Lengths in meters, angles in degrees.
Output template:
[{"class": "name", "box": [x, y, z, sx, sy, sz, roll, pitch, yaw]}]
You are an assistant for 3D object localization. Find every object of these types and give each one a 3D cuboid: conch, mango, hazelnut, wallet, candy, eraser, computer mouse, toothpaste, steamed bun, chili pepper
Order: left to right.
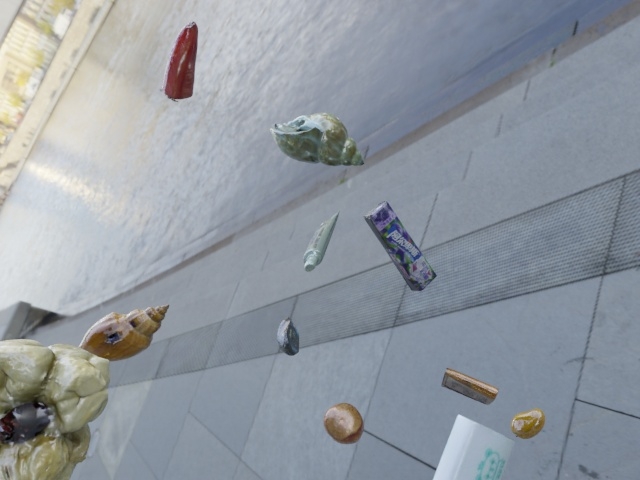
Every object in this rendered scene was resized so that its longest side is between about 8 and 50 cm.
[{"class": "steamed bun", "box": [-0.373, 0.207, 0.606, 0.106, 0.192, 0.178, 132, 162, -67]}, {"class": "conch", "box": [-0.467, 0.226, 1.046, 0.330, 0.109, 0.093, -31, 0, -5]}, {"class": "chili pepper", "box": [-0.298, -0.400, 1.073, 0.169, 0.064, 0.088, -62, 1, 38]}, {"class": "computer mouse", "box": [-0.094, 0.273, 1.375, 0.047, 0.079, 0.135, -19, 28, 14]}, {"class": "conch", "box": [-0.013, -0.200, 0.974, 0.116, 0.172, 0.106, -142, 46, -68]}, {"class": "toothpaste", "box": [0.000, 0.000, 1.055, 0.067, 0.037, 0.255, -38, 12, 25]}, {"class": "hazelnut", "box": [0.082, 0.671, 1.768, 0.150, 0.150, 0.151, -34, 43, 38]}, {"class": "candy", "box": [0.255, 0.022, 1.548, 0.088, 0.313, 0.061, -40, 13, -16]}, {"class": "eraser", "box": [0.359, 0.598, 1.197, 0.104, 0.189, 0.290, 3, 65, 61]}, {"class": "wallet", "box": [0.450, 0.446, 1.473, 0.160, 0.195, 0.042, 18, 71, 18]}, {"class": "mango", "box": [0.622, 0.545, 1.455, 0.114, 0.060, 0.080, -46, 18, 23]}]
